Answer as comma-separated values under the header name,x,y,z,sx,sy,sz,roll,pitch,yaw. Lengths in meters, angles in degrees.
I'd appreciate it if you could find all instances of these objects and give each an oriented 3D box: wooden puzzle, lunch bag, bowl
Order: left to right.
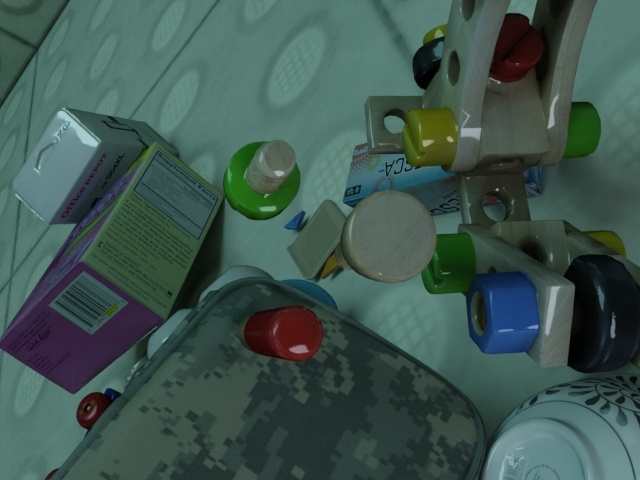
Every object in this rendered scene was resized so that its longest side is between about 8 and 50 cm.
name,x,y,z,sx,sy,sz,roll,pitch,yaw
lunch bag,-0.059,0.210,0.490,0.305,0.213,0.256,-54,-7,-41
wooden puzzle,0.000,0.000,0.808,0.078,0.014,0.116,-46,38,17
bowl,0.147,0.149,0.451,0.170,0.080,0.170,-31,45,37

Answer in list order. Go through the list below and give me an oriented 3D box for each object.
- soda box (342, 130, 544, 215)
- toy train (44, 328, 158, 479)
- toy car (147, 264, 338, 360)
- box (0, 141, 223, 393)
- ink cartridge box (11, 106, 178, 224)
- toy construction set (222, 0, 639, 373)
name,x,y,z,sx,sy,sz,roll,pitch,yaw
soda box,0.103,-0.062,0.670,0.183,0.058,0.063,-11,60,51
toy train,-0.189,0.208,0.860,0.143,0.105,0.248,4,63,37
toy car,-0.053,0.101,0.719,0.182,0.159,0.136,-39,5,33
box,-0.259,0.032,0.977,0.213,0.117,0.243,-37,23,34
ink cartridge box,-0.325,-0.103,1.137,0.086,0.203,0.148,41,106,14
toy construction set,0.077,-0.029,0.465,0.309,0.257,0.237,-29,0,-15
